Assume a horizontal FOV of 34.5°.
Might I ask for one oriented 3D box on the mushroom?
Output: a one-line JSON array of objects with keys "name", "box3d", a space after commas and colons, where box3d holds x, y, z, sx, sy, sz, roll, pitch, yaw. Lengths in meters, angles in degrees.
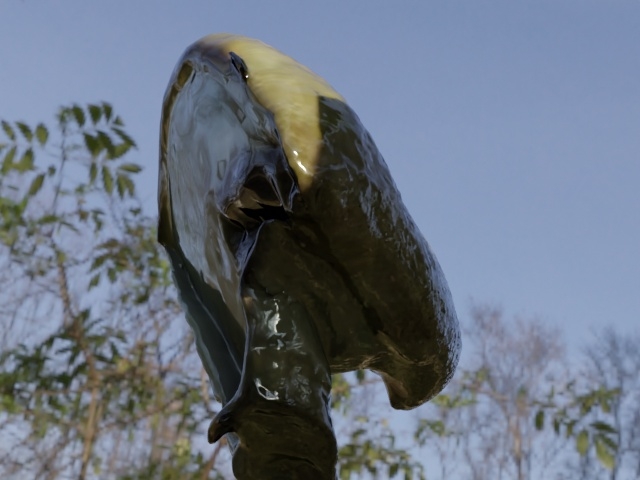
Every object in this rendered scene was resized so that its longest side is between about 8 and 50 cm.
[{"name": "mushroom", "box3d": [0.001, -0.010, 0.654, 0.212, 0.292, 0.217, 8, -60, -13]}]
